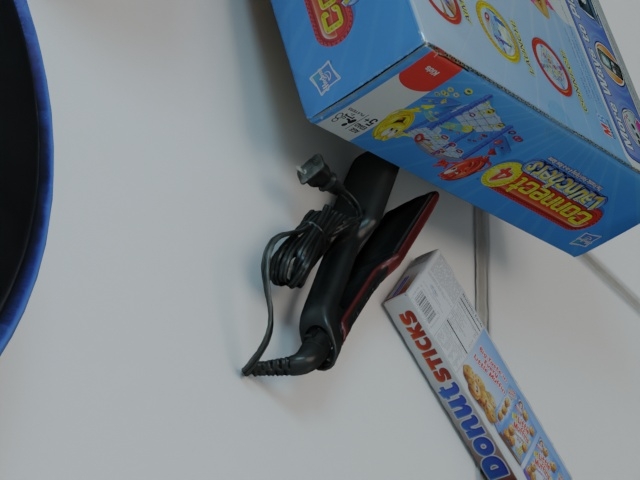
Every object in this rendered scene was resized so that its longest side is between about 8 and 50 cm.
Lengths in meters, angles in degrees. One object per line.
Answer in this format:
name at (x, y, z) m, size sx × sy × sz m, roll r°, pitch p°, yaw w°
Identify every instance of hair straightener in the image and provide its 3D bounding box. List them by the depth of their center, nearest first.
hair straightener at (0.000, 0.000, 1.049) m, size 0.089 × 0.047 × 0.230 m, roll 57°, pitch 36°, yaw -15°

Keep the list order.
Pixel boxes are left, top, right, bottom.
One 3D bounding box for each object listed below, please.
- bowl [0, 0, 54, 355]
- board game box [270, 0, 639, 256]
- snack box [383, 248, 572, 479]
bowl at (-0.247, -0.083, 0.676) m, size 0.391 × 0.077 × 0.391 m, roll 35°, pitch 43°, yaw -41°
board game box at (0.076, -0.172, 1.187) m, size 0.302 × 0.086 × 0.308 m, roll 24°, pitch 42°, yaw -49°
snack box at (0.099, 0.095, 1.151) m, size 0.178 × 0.022 × 0.064 m, roll 59°, pitch 30°, yaw -13°
